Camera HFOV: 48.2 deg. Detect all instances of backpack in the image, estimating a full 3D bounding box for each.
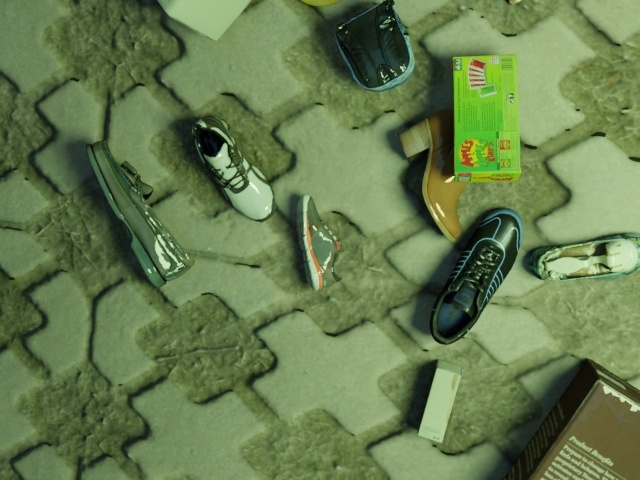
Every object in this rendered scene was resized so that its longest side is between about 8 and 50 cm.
[{"bbox_3d":[0.090,-0.287,1.096,0.104,0.084,0.114,-24,85,14],"label":"backpack"}]

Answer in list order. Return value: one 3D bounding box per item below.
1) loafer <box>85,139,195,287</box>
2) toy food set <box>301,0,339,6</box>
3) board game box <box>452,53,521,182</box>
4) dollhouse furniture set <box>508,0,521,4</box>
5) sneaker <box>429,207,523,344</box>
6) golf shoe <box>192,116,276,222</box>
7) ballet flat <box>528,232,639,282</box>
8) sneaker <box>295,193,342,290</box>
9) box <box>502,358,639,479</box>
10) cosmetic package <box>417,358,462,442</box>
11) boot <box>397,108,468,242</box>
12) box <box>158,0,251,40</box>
[{"bbox_3d":[-0.304,-0.054,1.217,0.084,0.096,0.268,-26,96,-6],"label":"loafer"},{"bbox_3d":[0.009,-0.478,1.104,0.128,0.071,0.218,18,99,11],"label":"toy food set"},{"bbox_3d":[0.240,-0.177,1.042,0.092,0.043,0.182,-1,76,10],"label":"board game box"},{"bbox_3d":[0.267,-0.425,0.954,0.261,0.259,0.135,-22,87,14],"label":"dollhouse furniture set"},{"bbox_3d":[0.239,0.059,1.092,0.081,0.090,0.232,27,101,9],"label":"sneaker"},{"bbox_3d":[-0.149,-0.111,1.164,0.077,0.094,0.198,-37,88,12],"label":"golf shoe"},{"bbox_3d":[0.408,0.031,1.066,0.188,0.070,0.070,-12,93,13],"label":"ballet flat"},{"bbox_3d":[0.000,0.000,1.169,0.064,0.061,0.158,-11,94,-13],"label":"sneaker"},{"bbox_3d":[0.382,0.392,1.070,0.191,0.143,0.382,33,103,8],"label":"box"},{"bbox_3d":[0.190,0.254,1.139,0.041,0.060,0.115,16,100,10],"label":"cosmetic package"},{"bbox_3d":[0.221,-0.109,1.093,0.152,0.073,0.197,-21,93,10],"label":"boot"},{"bbox_3d":[-0.127,-0.474,1.076,0.311,0.121,0.148,-43,64,19],"label":"box"}]
